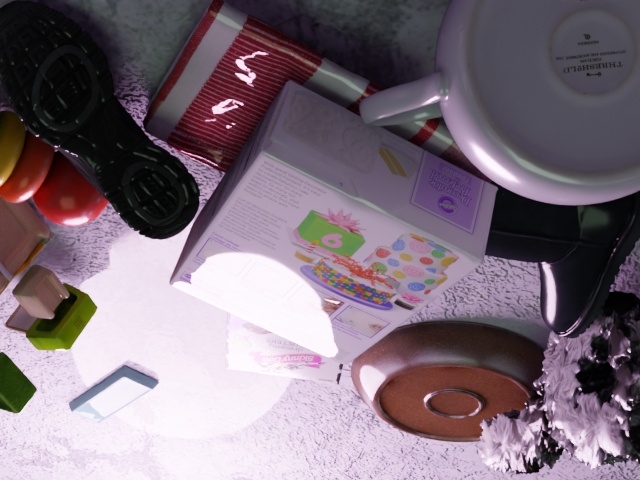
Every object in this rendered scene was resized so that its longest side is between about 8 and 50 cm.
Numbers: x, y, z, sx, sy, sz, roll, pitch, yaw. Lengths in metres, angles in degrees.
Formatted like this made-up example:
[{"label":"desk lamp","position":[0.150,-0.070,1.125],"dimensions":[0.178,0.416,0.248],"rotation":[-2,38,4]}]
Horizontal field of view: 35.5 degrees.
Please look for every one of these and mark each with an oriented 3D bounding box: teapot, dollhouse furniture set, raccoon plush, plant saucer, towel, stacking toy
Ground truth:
[{"label":"teapot","position":[0.206,-0.143,0.878],"dimensions":[0.256,0.252,0.187],"rotation":[35,177,-2]},{"label":"dollhouse furniture set","position":[-0.447,0.048,1.260],"dimensions":[0.151,0.198,0.301],"rotation":[10,143,30]},{"label":"raccoon plush","position":[0.433,0.191,1.309],"dimensions":[0.299,0.216,0.446],"rotation":[4,165,-20]},{"label":"plant saucer","position":[-0.340,0.256,1.633],"dimensions":[0.067,0.018,0.192],"rotation":[30,137,-27]},{"label":"plant saucer","position":[0.197,0.223,1.473],"dimensions":[0.310,0.050,0.311],"rotation":[5,144,4]},{"label":"towel","position":[-0.007,-0.102,1.039],"dimensions":[0.329,0.037,0.237],"rotation":[27,148,-15]},{"label":"stacking toy","position":[-0.379,-0.107,1.087],"dimensions":[0.330,0.141,0.141],"rotation":[29,138,-34]}]

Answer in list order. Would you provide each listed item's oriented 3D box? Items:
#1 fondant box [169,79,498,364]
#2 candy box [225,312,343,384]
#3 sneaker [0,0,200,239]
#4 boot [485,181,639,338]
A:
[{"label":"fondant box","position":[0.000,0.000,1.071],"dimensions":[0.238,0.096,0.330],"rotation":[26,149,-12]},{"label":"candy box","position":[-0.041,0.108,1.342],"dimensions":[0.164,0.070,0.196],"rotation":[8,142,0]},{"label":"sneaker","position":[-0.248,-0.121,1.050],"dimensions":[0.286,0.109,0.130],"rotation":[57,165,-24]},{"label":"boot","position":[0.234,0.006,1.139],"dimensions":[0.207,0.094,0.246],"rotation":[9,136,-7]}]
